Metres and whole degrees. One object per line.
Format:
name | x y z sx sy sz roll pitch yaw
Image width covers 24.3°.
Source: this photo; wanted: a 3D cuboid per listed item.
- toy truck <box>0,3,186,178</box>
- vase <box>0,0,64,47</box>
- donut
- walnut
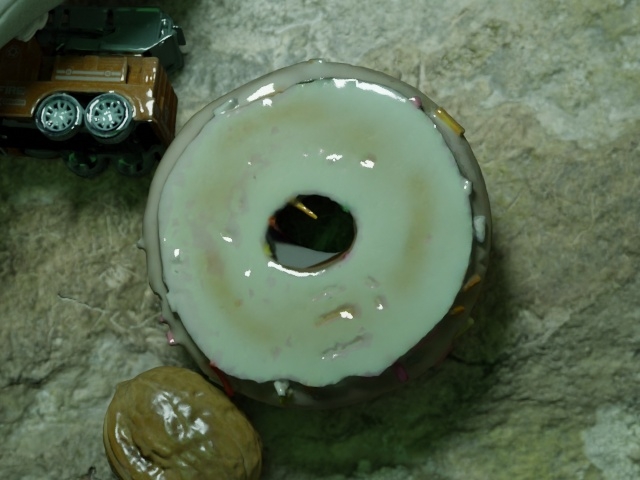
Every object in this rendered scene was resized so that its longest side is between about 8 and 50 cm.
toy truck | -0.329 -0.181 1.688 0.338 0.133 0.184 4 71 8
vase | -0.308 -0.334 1.558 0.250 0.250 0.445 32 79 14
donut | 0.000 0.000 1.586 0.382 0.142 0.382 -2 80 11
walnut | -0.151 0.215 1.575 0.184 0.155 0.155 44 90 17
